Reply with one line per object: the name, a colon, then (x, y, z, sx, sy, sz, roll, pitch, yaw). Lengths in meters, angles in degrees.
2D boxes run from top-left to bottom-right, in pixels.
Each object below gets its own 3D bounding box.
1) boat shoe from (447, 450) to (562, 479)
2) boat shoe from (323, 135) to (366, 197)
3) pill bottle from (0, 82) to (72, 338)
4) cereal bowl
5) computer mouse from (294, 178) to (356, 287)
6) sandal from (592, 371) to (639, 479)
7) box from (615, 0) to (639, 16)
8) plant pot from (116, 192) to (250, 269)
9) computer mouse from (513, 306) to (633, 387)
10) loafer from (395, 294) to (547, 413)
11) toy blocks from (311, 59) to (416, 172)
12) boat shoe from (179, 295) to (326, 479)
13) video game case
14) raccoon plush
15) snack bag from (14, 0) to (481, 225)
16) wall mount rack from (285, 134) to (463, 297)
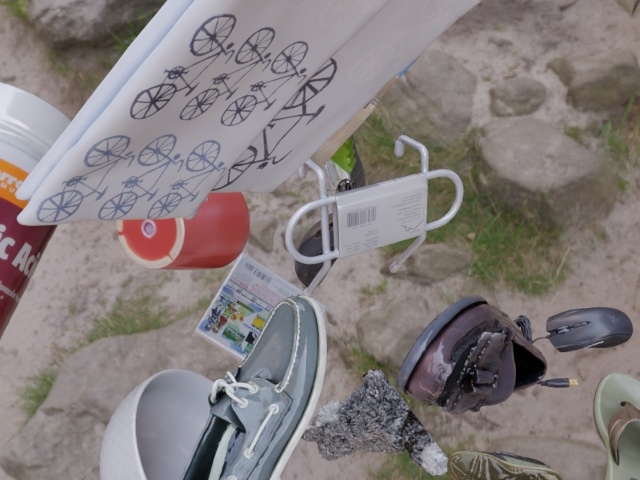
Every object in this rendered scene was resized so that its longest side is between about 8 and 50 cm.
boat shoe: (0.366, 0.467, 1.226, 0.224, 0.073, 0.080, 7, 91, 8)
boat shoe: (0.043, -0.198, 1.622, 0.103, 0.320, 0.118, -5, 24, 28)
pill bottle: (-0.515, -0.021, 0.886, 0.224, 0.224, 0.391, 7, 65, 21)
cereal bowl: (-0.206, 0.377, 0.932, 0.141, 0.339, 0.338, -37, 43, 13)
computer mouse: (0.000, 0.000, 1.363, 0.072, 0.272, 0.188, 16, 44, -17)
sandal: (0.549, 0.358, 1.051, 0.120, 0.086, 0.302, 9, 46, 10)
box: (0.336, -0.353, 0.553, 0.232, 0.127, 0.148, -42, 76, 18)
plant pot: (-0.352, -0.043, 1.515, 0.275, 0.274, 0.243, 8, 11, 22)
computer mouse: (0.577, 0.235, 1.372, 0.262, 0.060, 0.183, -7, 59, 12)
loafer: (0.174, 0.122, 0.626, 0.095, 0.303, 0.109, 34, 102, 25)
toy blocks: (-0.018, -0.315, 0.990, 0.261, 0.381, 0.190, -45, 11, 32)
boat shoe: (-0.086, 0.208, 0.728, 0.116, 0.099, 0.319, 6, 72, 53)
video game case: (-0.173, 0.241, 1.861, 0.329, 0.036, 0.299, 34, 56, -11)
raccoon plush: (0.114, 0.529, 1.626, 0.299, 0.216, 0.446, -37, 10, -3)
snack bag: (-0.022, -0.125, 0.490, 0.323, 0.343, 0.037, -41, 78, 22)
wall mount rack: (0.080, -0.020, 1.097, 0.350, 0.303, 0.130, -15, 31, -22)
